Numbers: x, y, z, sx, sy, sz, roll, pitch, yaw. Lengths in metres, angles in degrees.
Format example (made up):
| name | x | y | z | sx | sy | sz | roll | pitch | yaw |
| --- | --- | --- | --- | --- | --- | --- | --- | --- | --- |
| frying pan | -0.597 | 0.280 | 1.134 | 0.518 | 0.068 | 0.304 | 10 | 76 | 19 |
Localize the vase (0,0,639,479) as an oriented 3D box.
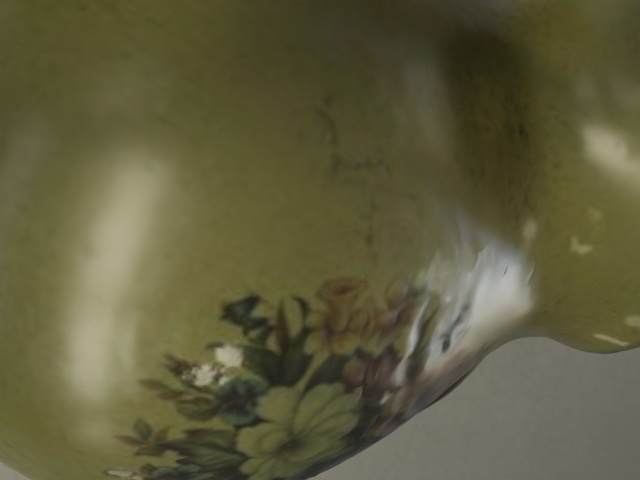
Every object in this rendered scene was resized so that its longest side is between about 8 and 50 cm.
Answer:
| name | x | y | z | sx | sy | sz | roll | pitch | yaw |
| --- | --- | --- | --- | --- | --- | --- | --- | --- | --- |
| vase | 0.000 | 0.000 | 0.511 | 0.302 | 0.241 | 0.329 | -8 | 144 | -11 |
